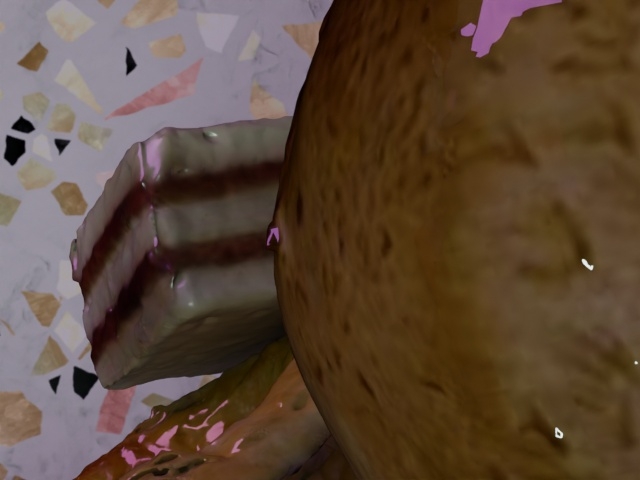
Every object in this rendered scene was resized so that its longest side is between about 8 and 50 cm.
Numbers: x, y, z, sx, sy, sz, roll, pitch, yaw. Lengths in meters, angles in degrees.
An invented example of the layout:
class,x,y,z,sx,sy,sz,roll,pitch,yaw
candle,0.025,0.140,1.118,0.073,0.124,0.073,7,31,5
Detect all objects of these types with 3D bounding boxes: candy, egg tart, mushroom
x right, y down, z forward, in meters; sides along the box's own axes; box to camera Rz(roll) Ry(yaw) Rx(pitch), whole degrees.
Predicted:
class,x,y,z,sx,sy,sz,roll,pitch,yaw
candy,0.000,0.000,1.034,0.321,0.135,0.179,-9,-18,-24
egg tart,-0.075,0.182,0.875,0.388,0.169,0.388,-34,-2,-2
mushroom,0.156,-0.030,0.489,0.331,0.356,0.334,143,127,-63
